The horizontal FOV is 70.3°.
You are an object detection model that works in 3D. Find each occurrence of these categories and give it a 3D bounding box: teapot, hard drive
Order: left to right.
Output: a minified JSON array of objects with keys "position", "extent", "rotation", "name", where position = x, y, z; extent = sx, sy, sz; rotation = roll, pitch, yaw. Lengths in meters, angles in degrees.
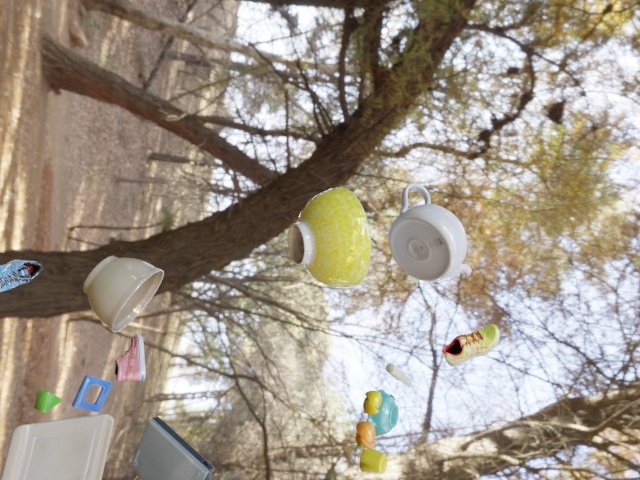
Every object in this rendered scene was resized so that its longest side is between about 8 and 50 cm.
[{"position":[-0.242,0.365,0.734],"extent":[0.135,0.022,0.094],"rotation":[29,-82,24],"name":"hard drive"},{"position":[0.342,-0.014,1.390],"extent":[0.252,0.187,0.256],"rotation":[27,-48,31],"name":"teapot"}]

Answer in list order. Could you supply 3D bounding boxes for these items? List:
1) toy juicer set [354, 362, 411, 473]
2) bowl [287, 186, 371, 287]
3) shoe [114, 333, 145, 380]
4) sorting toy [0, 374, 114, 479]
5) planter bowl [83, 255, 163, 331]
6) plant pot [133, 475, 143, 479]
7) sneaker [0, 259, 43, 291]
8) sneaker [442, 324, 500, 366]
[{"position":[0.168,0.484,1.333],"extent":[0.089,0.329,0.209],"rotation":[0,-51,33],"name":"toy juicer set"},{"position":[0.000,0.000,1.274],"extent":[0.289,0.155,0.290],"rotation":[26,-60,60],"name":"bowl"},{"position":[-0.594,0.361,1.411],"extent":[0.178,0.081,0.064],"rotation":[57,-47,47],"name":"shoe"},{"position":[-0.511,0.435,0.872],"extent":[0.047,0.196,0.349],"rotation":[3,-102,30],"name":"sorting toy"},{"position":[-0.438,0.101,0.988],"extent":[0.162,0.109,0.162],"rotation":[-55,-179,1],"name":"planter bowl"},{"position":[-0.574,0.925,1.511],"extent":[0.274,0.256,0.257],"rotation":[-124,-135,-62],"name":"plant pot"},{"position":[-0.666,0.073,0.974],"extent":[0.162,0.073,0.064],"rotation":[-69,148,-72],"name":"sneaker"},{"position":[0.491,0.338,1.492],"extent":[0.208,0.094,0.082],"rotation":[-38,-144,12],"name":"sneaker"}]
